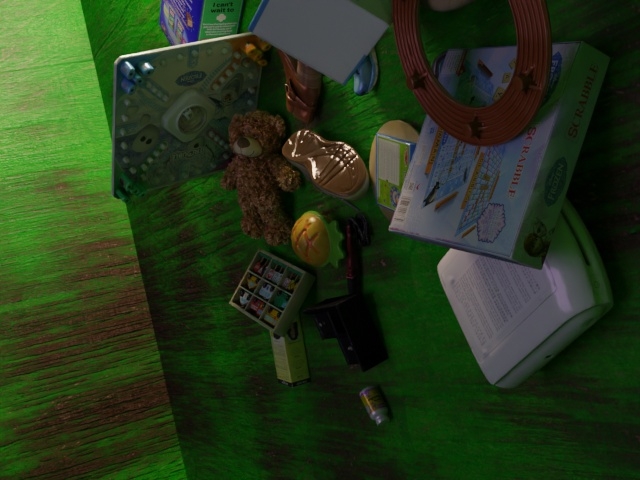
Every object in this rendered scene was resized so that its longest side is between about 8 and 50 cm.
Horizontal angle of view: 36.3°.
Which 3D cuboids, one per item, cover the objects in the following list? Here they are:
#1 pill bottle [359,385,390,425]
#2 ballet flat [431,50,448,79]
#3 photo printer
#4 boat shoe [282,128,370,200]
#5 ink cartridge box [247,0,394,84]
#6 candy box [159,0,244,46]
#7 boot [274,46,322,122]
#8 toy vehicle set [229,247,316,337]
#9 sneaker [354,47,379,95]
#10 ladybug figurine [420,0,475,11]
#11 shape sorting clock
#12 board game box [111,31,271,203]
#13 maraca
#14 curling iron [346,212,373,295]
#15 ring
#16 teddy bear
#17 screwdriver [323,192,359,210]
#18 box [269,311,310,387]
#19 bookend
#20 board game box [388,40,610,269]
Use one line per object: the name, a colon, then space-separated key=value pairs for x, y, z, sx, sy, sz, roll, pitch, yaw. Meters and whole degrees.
pill bottle: x=0.121 y=0.363 z=2.137 sx=0.083 sy=0.043 sz=0.043 roll=62 pitch=150 yaw=28
ballet flat: x=0.227 y=-0.218 z=1.672 sx=0.068 sy=0.072 sz=0.213 roll=-94 pitch=-2 yaw=-77
photo printer: x=0.321 y=0.060 z=1.536 sx=0.256 sy=0.107 sz=0.307 roll=67 pitch=151 yaw=25
boat shoe: x=0.026 y=-0.146 z=2.064 sx=0.098 sy=0.109 sz=0.302 roll=47 pitch=174 yaw=-36
ink cartridge box: x=0.038 y=-0.452 z=1.645 sx=0.198 sy=0.197 sz=0.270 roll=-46 pitch=19 yaw=60
candy box: x=-0.304 y=-0.611 z=2.479 sx=0.268 sy=0.122 sz=0.317 roll=60 pitch=149 yaw=35
boot: x=-0.061 y=-0.364 z=2.161 sx=0.197 sy=0.073 sz=0.152 roll=-124 pitch=29 yaw=-41
toy vehicle set: x=-0.123 y=0.125 z=2.428 sx=0.267 sy=0.035 sz=0.166 roll=23 pitch=84 yaw=59
sneaker: x=0.068 y=-0.362 z=1.898 sx=0.063 sy=0.073 sz=0.162 roll=26 pitch=123 yaw=58
ladybug figurine: x=0.232 y=-0.534 z=1.397 sx=0.305 sy=0.162 sz=0.449 roll=58 pitch=148 yaw=33
shape sorting clock: x=0.155 y=-0.127 z=1.863 sx=0.206 sy=0.040 sz=0.206 roll=31 pitch=124 yaw=59
board game box: x=-0.306 y=-0.288 z=2.323 sx=0.050 sy=0.390 sz=0.390 roll=46 pitch=140 yaw=35
maraca: x=0.000 y=0.000 z=2.161 sx=0.185 sy=0.099 sz=0.127 roll=14 pitch=113 yaw=55
curling iron: x=0.076 y=0.069 z=2.109 sx=0.068 sy=0.035 sz=0.274 roll=41 pitch=136 yaw=50
ring: x=0.197 y=-0.293 z=1.382 sx=0.336 sy=0.032 sz=0.336 roll=41 pitch=142 yaw=43
teddy bear: x=-0.151 y=-0.142 z=2.358 sx=0.245 sy=0.113 sz=0.338 roll=39 pitch=136 yaw=34
screwdriver: x=0.037 y=-0.100 z=2.139 sx=0.170 sy=0.024 sz=0.025 roll=29 pitch=98 yaw=49
box: x=-0.085 y=0.252 z=2.484 sx=0.087 sy=0.058 sz=0.232 roll=-1 pitch=101 yaw=63
bookend: x=0.052 y=0.204 z=2.133 sx=0.157 sy=0.072 sz=0.156 roll=-15 pitch=98 yaw=60
board game box: x=0.258 y=-0.136 z=1.474 sx=0.318 sy=0.066 sz=0.319 roll=17 pitch=89 yaw=61
